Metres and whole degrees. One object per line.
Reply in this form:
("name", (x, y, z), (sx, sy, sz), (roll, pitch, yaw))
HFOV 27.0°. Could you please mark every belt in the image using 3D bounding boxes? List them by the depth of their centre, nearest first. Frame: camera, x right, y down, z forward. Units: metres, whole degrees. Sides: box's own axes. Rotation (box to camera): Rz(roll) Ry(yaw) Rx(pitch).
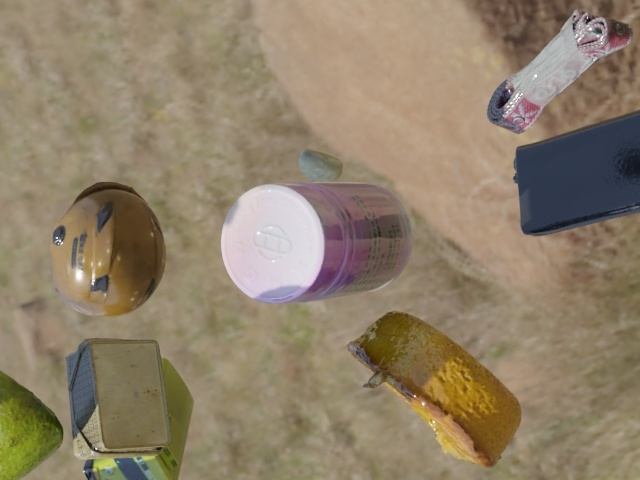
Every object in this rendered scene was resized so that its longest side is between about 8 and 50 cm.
("belt", (0.291, -0.213, 1.656), (0.232, 0.053, 0.071), (-40, 37, 47))

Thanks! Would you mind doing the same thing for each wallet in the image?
("wallet", (0.374, -0.091, 1.845), (0.250, 0.044, 0.149), (-18, 64, 37))

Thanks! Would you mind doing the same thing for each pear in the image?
("pear", (-0.456, 0.254, 1.735), (0.239, 0.139, 0.288), (-9, 133, 29))

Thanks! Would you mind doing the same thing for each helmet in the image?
("helmet", (-0.333, 0.026, 2.177), (0.130, 0.198, 0.224), (22, 102, 48))

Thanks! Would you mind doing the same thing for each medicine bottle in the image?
("medicine bottle", (0.000, 0.000, 1.696), (0.152, 0.254, 0.152), (1, 92, 29))

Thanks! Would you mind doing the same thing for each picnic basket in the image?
("picnic basket", (-0.276, 0.216, 1.809), (0.079, 0.115, 0.164), (-27, 66, 47))

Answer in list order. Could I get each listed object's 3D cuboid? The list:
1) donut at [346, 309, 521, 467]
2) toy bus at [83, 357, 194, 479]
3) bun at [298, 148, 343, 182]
("donut", (0.142, 0.189, 1.693), (0.253, 0.118, 0.253), (38, 171, 7))
("toy bus", (-0.307, 0.333, 2.283), (0.262, 0.150, 0.128), (-86, -28, -59))
("bun", (-0.003, -0.130, 2.391), (0.086, 0.086, 0.055), (34, 105, 59))
